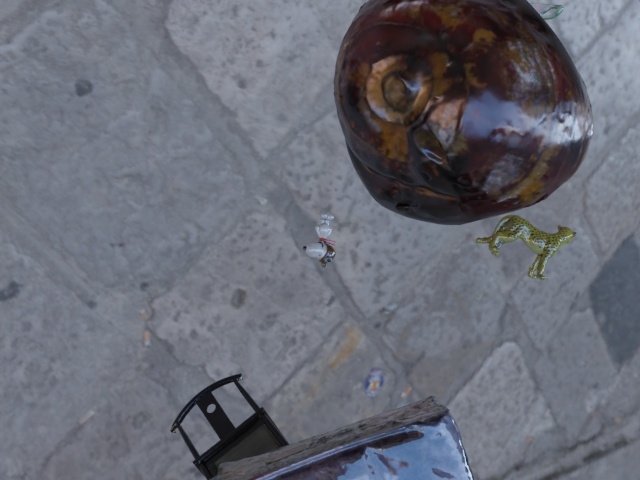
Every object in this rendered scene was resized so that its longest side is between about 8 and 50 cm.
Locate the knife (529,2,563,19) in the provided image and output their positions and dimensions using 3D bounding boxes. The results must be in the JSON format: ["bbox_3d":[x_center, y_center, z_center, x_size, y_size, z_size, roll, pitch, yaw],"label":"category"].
[{"bbox_3d":[0.249,-0.333,1.122,0.014,0.207,0.030,27,77,-56],"label":"knife"}]

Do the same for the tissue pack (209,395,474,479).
[{"bbox_3d":[0.068,0.413,0.892,0.287,0.124,0.394,-18,91,-7],"label":"tissue pack"}]

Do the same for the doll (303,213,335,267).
[{"bbox_3d":[0.006,-0.001,1.336,0.058,0.040,0.085,30,75,-18],"label":"doll"}]

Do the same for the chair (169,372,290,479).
[{"bbox_3d":[-0.121,0.362,1.276,0.154,0.260,0.141,-36,128,-12],"label":"chair"}]

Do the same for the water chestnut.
[{"bbox_3d":[0.150,-0.153,0.831,0.244,0.289,0.289,-56,135,-16],"label":"water chestnut"}]

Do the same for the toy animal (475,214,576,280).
[{"bbox_3d":[0.449,-0.006,1.693,0.136,0.181,0.073,-59,171,-5],"label":"toy animal"}]
